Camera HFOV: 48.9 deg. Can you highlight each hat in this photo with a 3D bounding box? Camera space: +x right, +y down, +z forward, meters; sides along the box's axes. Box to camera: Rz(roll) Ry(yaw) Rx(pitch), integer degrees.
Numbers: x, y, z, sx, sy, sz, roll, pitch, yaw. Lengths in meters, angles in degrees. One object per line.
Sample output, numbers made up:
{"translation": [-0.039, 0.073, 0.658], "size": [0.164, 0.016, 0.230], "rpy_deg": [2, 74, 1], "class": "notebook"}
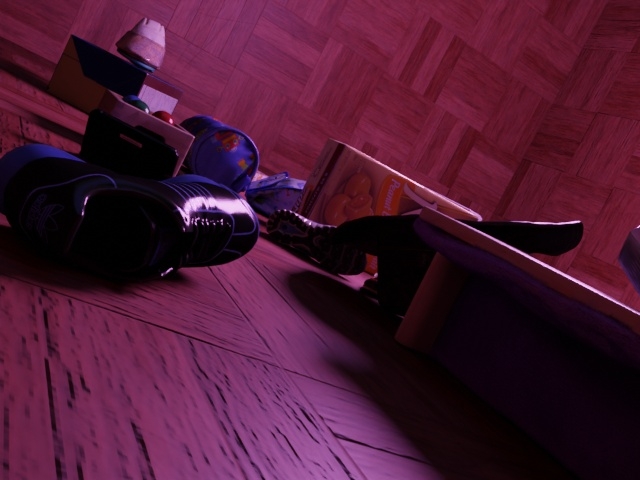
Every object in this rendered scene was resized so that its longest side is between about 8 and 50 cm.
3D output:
{"translation": [0.173, 0.050, 0.909], "size": [0.331, 0.134, 0.331], "rpy_deg": [1, -10, 0], "class": "hat"}

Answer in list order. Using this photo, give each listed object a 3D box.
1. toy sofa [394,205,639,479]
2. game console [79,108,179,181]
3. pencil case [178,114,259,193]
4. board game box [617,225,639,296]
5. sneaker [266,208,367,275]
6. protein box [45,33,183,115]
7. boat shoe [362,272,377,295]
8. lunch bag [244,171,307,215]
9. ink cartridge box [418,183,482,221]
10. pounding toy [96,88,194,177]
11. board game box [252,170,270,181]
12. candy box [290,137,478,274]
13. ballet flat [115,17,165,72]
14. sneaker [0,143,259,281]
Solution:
{"translation": [0.201, 0.104, 0.619], "size": [0.177, 0.150, 0.362], "rpy_deg": [20, 9, -29], "class": "toy sofa"}
{"translation": [-0.239, -0.111, 0.913], "size": [0.122, 0.107, 0.071], "rpy_deg": [27, 34, -1], "class": "game console"}
{"translation": [-0.197, -0.161, 1.310], "size": [0.133, 0.119, 0.306], "rpy_deg": [48, -3, -22], "class": "pencil case"}
{"translation": [0.452, 0.164, 0.754], "size": [0.390, 0.050, 0.390], "rpy_deg": [63, 16, 15], "class": "board game box"}
{"translation": [0.000, 0.000, 1.067], "size": [0.162, 0.063, 0.073], "rpy_deg": [29, 2, 10], "class": "sneaker"}
{"translation": [-0.451, -0.333, 1.567], "size": [0.199, 0.136, 0.201], "rpy_deg": [28, 6, 9], "class": "protein box"}
{"translation": [0.102, 0.064, 1.063], "size": [0.049, 0.043, 0.137], "rpy_deg": [32, 8, 22], "class": "boat shoe"}
{"translation": [-0.070, -0.081, 1.359], "size": [0.151, 0.096, 0.129], "rpy_deg": [13, 10, -6], "class": "lunch bag"}
{"translation": [0.221, 0.000, 1.451], "size": [0.139, 0.191, 0.082], "rpy_deg": [31, 6, 32], "class": "ink cartridge box"}
{"translation": [-0.274, -0.170, 1.139], "size": [0.181, 0.094, 0.206], "rpy_deg": [24, 7, -29], "class": "pounding toy"}
{"translation": [-0.216, -0.178, 1.739], "size": [0.146, 0.045, 0.193], "rpy_deg": [29, 6, 15], "class": "board game box"}
{"translation": [0.114, -0.033, 1.280], "size": [0.316, 0.183, 0.087], "rpy_deg": [25, 7, -26], "class": "candy box"}
{"translation": [-0.399, -0.448, 1.599], "size": [0.107, 0.106, 0.316], "rpy_deg": [25, 6, -18], "class": "ballet flat"}
{"translation": [-0.115, -0.005, 0.511], "size": [0.090, 0.081, 0.232], "rpy_deg": [35, 16, 35], "class": "sneaker"}
